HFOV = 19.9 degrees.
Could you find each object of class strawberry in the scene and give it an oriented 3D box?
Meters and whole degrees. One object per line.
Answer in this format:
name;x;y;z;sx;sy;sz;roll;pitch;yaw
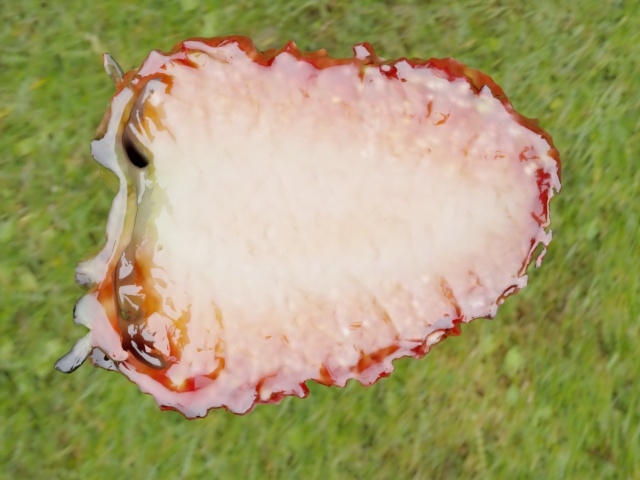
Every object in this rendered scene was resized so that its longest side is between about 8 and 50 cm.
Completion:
strawberry;0.000;-0.001;0.762;0.208;0.087;0.167;10;97;18
